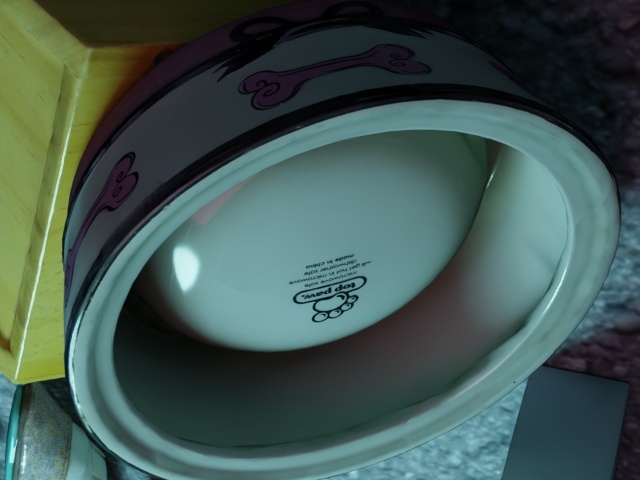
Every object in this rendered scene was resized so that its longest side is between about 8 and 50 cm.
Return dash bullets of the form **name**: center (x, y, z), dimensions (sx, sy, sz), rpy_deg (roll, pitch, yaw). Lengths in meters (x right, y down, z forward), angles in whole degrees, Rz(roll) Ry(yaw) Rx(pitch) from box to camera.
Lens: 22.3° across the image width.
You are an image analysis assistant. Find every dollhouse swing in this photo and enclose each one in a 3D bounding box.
- **dollhouse swing**: center (-0.188, -0.118, 1.309), dimensions (0.315, 0.305, 0.346), rpy_deg (-8, 138, -28)

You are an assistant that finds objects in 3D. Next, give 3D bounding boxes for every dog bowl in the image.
- **dog bowl**: center (0.000, 0.000, 1.171), dimensions (0.408, 0.150, 0.408), rpy_deg (-15, 141, -12)

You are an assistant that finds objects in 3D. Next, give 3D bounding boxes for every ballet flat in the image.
- **ballet flat**: center (-0.270, 0.247, 1.616), dimensions (0.106, 0.107, 0.316), rpy_deg (8, 138, -12)

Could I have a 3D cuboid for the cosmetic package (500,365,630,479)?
- **cosmetic package**: center (0.179, 0.340, 1.394), dimensions (0.097, 0.284, 0.377), rpy_deg (10, 130, 10)
